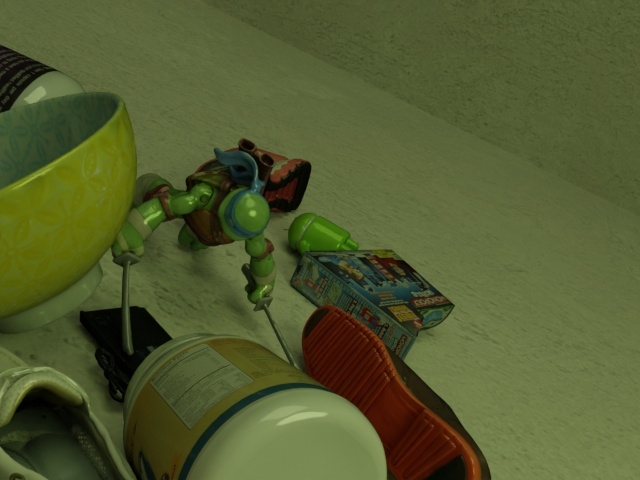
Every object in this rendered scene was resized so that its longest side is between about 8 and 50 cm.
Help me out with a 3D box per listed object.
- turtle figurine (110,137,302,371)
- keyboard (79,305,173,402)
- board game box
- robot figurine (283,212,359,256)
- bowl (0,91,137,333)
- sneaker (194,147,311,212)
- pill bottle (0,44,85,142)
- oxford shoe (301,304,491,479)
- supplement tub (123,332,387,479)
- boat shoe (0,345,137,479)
[{"bbox_3d":[-0.155,0.020,0.757,0.198,0.275,0.266,-8,14,-25],"label":"turtle figurine"},{"bbox_3d":[-0.174,0.128,0.640,0.180,0.023,0.108,38,21,29],"label":"keyboard"},{"bbox_3d":[0.090,0.091,0.916,0.194,0.060,0.194,0,35,-44],"label":"board game box"},{"bbox_3d":[0.000,0.000,1.006,0.115,0.067,0.101,29,33,10],"label":"robot figurine"},{"bbox_3d":[-0.290,-0.009,0.599,0.289,0.156,0.289,-13,30,8],"label":"bowl"},{"bbox_3d":[-0.137,-0.094,1.052,0.136,0.116,0.314,22,15,20],"label":"sneaker"},{"bbox_3d":[-0.414,-0.151,0.785,0.323,0.181,0.181,24,24,-1],"label":"pill bottle"},{"bbox_3d":[0.076,0.178,0.714,0.271,0.097,0.098,49,13,34],"label":"oxford shoe"},{"bbox_3d":[-0.061,0.153,0.481,0.144,0.144,0.199,9,3,-31],"label":"supplement tub"},{"bbox_3d":[-0.216,0.135,0.485,0.277,0.096,0.098,32,27,26],"label":"boat shoe"}]
